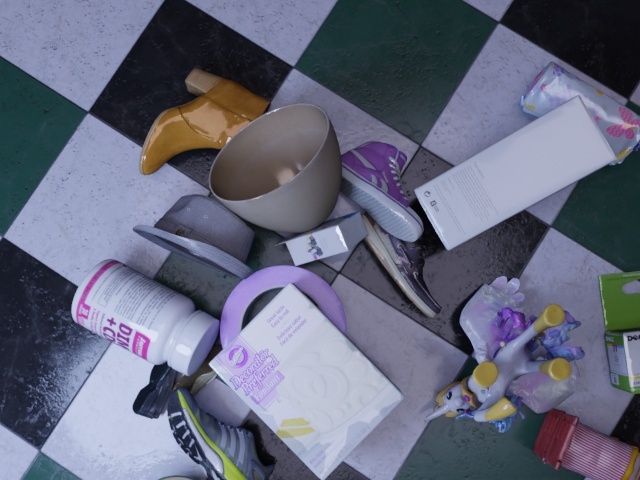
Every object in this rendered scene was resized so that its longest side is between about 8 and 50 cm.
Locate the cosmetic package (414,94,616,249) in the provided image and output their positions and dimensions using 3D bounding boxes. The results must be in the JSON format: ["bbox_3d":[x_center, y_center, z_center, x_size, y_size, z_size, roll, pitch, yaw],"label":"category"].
[{"bbox_3d":[0.399,-0.135,1.342,0.366,0.197,0.155,-29,85,17],"label":"cosmetic package"}]

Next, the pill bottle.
[{"bbox_3d":[-0.373,0.168,1.378,0.283,0.160,0.160,25,86,9],"label":"pill bottle"}]

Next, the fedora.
[{"bbox_3d":[-0.248,-0.020,1.362,0.275,0.244,0.124,18,77,33],"label":"fedora"}]

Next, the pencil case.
[{"bbox_3d":[0.591,-0.285,1.439,0.273,0.113,0.124,34,115,3],"label":"pencil case"}]

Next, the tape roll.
[{"bbox_3d":[-0.080,0.194,1.419,0.275,0.090,0.274,0,84,1],"label":"tape roll"}]

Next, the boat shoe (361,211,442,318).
[{"bbox_3d":[0.187,0.043,1.423,0.092,0.103,0.285,-37,79,3],"label":"boat shoe"}]

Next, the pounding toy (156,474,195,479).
[{"bbox_3d":[-0.312,0.605,1.394,0.237,0.110,0.183,18,72,-26],"label":"pounding toy"}]

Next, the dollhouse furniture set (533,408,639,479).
[{"bbox_3d":[0.534,0.569,1.342,0.201,0.152,0.374,22,86,3],"label":"dollhouse furniture set"}]

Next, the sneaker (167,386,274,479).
[{"bbox_3d":[-0.219,0.436,1.388,0.121,0.111,0.300,-38,94,-41],"label":"sneaker"}]

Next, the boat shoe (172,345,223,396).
[{"bbox_3d":[-0.264,0.301,1.439,0.056,0.048,0.153,37,79,28],"label":"boat shoe"}]

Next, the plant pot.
[{"bbox_3d":[-0.065,-0.126,1.358,0.284,0.284,0.191,-38,129,-2],"label":"plant pot"}]

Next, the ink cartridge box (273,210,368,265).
[{"bbox_3d":[0.000,0.000,1.396,0.181,0.104,0.061,-17,100,34],"label":"ink cartridge box"}]

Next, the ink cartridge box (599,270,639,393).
[{"bbox_3d":[0.733,0.193,1.401,0.189,0.097,0.255,-6,86,0],"label":"ink cartridge box"}]

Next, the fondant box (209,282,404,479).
[{"bbox_3d":[-0.028,0.284,1.318,0.330,0.096,0.238,45,88,5],"label":"fondant box"}]

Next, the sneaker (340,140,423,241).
[{"bbox_3d":[0.156,-0.126,1.397,0.161,0.102,0.282,-36,59,-16],"label":"sneaker"}]

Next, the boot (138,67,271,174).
[{"bbox_3d":[-0.258,-0.236,1.453,0.211,0.104,0.295,29,82,4],"label":"boot"}]

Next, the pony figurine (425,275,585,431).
[{"bbox_3d":[0.387,0.248,1.311,0.351,0.363,0.303,-35,78,-18],"label":"pony figurine"}]

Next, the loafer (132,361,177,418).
[{"bbox_3d":[-0.353,0.320,1.436,0.061,0.062,0.170,39,77,-35],"label":"loafer"}]
